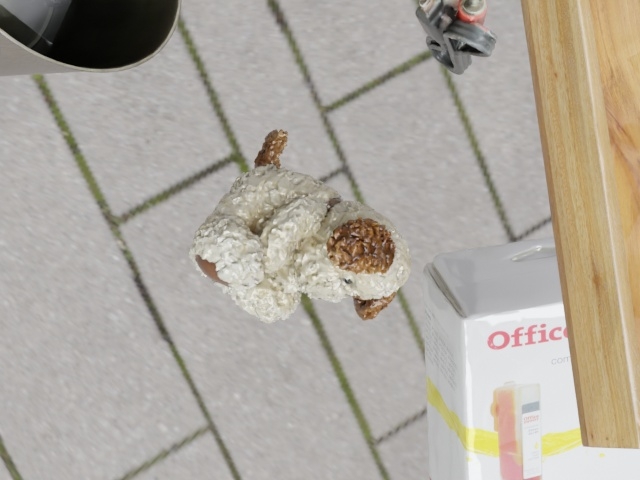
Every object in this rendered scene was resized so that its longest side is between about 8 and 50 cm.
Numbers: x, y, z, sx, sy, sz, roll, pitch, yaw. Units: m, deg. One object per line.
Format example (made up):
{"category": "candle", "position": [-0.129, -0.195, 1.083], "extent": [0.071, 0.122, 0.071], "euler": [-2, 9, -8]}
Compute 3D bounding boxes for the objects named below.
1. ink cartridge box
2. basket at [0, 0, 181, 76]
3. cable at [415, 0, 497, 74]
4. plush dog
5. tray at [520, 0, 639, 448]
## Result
{"category": "ink cartridge box", "position": [0.277, 0.203, 1.775], "extent": [0.279, 0.160, 0.384], "euler": [-9, 114, -10]}
{"category": "basket", "position": [-0.245, -0.202, 1.173], "extent": [0.204, 0.227, 0.154], "euler": [36, 70, -26]}
{"category": "cable", "position": [0.171, -0.255, 1.790], "extent": [0.139, 0.287, 0.072], "euler": [38, 91, 17]}
{"category": "plush dog", "position": [0.000, 0.000, 1.751], "extent": [0.225, 0.262, 0.210], "euler": [22, 79, 14]}
{"category": "tray", "position": [0.278, -0.052, 1.219], "extent": [0.203, 0.076, 0.410], "euler": [-7, 88, -33]}
